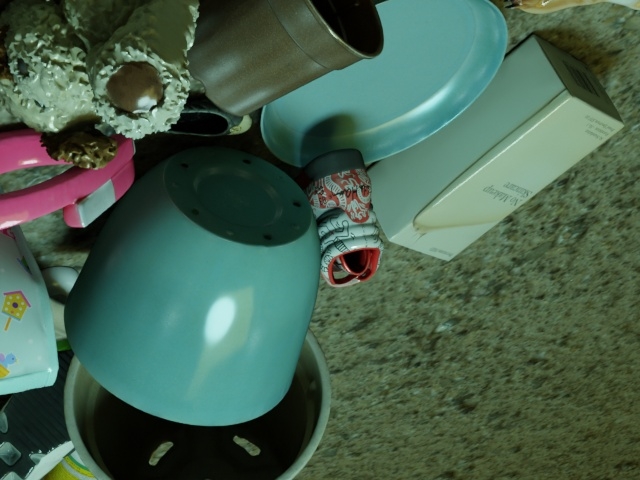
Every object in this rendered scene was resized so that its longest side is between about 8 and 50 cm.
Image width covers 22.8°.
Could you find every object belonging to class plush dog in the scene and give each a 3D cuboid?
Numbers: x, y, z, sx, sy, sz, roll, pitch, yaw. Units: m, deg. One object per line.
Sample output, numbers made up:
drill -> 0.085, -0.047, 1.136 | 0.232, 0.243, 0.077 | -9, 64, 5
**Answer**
plush dog -> -0.226, -0.196, 1.501 | 0.225, 0.262, 0.210 | -33, -179, 31

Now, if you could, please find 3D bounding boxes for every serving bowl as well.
serving bowl -> -0.342, 0.068, 2.017 | 0.083, 0.027, 0.083 | -19, 151, -11

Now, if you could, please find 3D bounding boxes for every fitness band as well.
fitness band -> -0.306, -0.062, 1.609 | 0.209, 0.054, 0.291 | 0, -161, 15

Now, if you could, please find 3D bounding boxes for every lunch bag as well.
lunch bag -> -0.420, 0.067, 1.706 | 0.223, 0.262, 0.160 | -6, 146, -34

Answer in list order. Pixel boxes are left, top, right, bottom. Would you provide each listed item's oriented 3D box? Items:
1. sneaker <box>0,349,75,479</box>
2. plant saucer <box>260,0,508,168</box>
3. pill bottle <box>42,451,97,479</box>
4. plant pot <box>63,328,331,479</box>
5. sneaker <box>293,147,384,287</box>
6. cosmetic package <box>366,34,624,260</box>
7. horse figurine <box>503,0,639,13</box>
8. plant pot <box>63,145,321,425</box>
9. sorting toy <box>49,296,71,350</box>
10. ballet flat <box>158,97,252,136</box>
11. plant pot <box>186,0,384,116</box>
sneaker -> -0.391, 0.259, 2.228 | 0.330, 0.122, 0.146 | -40, 178, 1
plant saucer -> 0.070, -0.198, 1.885 | 0.317, 0.044, 0.317 | -19, 151, -11
pill bottle -> -0.348, 0.337, 2.374 | 0.117, 0.117, 0.208 | -8, 147, -30
plant pot -> -0.156, 0.270, 2.107 | 0.334, 0.334, 0.305 | -18, 149, -13
sneaker -> -0.001, 0.000, 2.002 | 0.090, 0.145, 0.270 | -7, 163, -23
cosmetic package -> 0.220, -0.115, 2.074 | 0.309, 0.113, 0.160 | -40, 149, 24
horse figurine -> 0.365, -0.329, 1.878 | 0.263, 0.066, 0.174 | -6, 141, -28
plant pot -> -0.132, 0.033, 1.877 | 0.293, 0.293, 0.235 | -5, 135, -34
sorting toy -> -0.403, 0.103, 1.965 | 0.196, 0.047, 0.347 | -15, 165, 8
ballet flat -> -0.149, -0.133, 1.809 | 0.173, 0.049, 0.057 | 1, 143, -40
plant pot -> -0.048, -0.219, 1.641 | 0.165, 0.167, 0.167 | -31, 152, 25
